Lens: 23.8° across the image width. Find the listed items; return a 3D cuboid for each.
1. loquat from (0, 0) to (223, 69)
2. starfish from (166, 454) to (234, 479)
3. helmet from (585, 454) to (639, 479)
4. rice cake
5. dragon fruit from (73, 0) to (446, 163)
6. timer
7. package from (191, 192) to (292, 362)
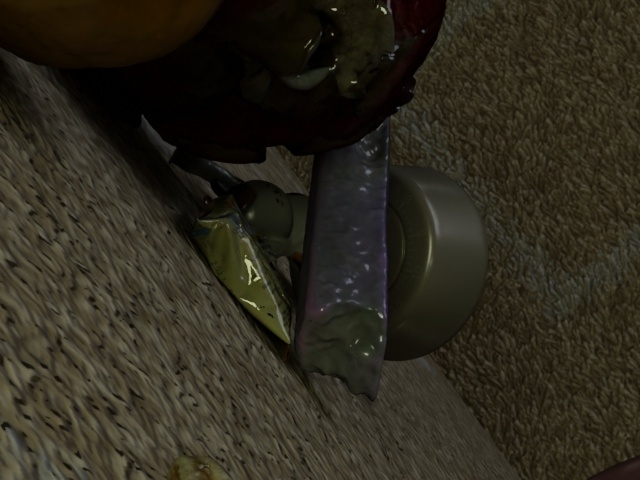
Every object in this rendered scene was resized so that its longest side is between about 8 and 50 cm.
[{"bbox_3d":[-0.134,-0.190,0.749,0.238,0.193,0.238,31,21,-13],"label":"loquat"},{"bbox_3d":[0.036,0.172,0.479,0.247,0.050,0.138,58,4,31],"label":"starfish"},{"bbox_3d":[0.179,0.204,0.542,0.197,0.271,0.338,16,25,-26],"label":"helmet"},{"bbox_3d":[0.021,-0.044,1.149,0.399,0.064,0.070,-86,-178,-50],"label":"rice cake"},{"bbox_3d":[-0.055,-0.212,1.081,0.329,0.329,0.329,52,3,-4],"label":"dragon fruit"},{"bbox_3d":[0.000,0.000,1.247,0.266,0.175,0.175,15,33,-53],"label":"timer"},{"bbox_3d":[-0.050,0.020,1.037,0.120,0.031,0.108,59,4,-6],"label":"package"}]
